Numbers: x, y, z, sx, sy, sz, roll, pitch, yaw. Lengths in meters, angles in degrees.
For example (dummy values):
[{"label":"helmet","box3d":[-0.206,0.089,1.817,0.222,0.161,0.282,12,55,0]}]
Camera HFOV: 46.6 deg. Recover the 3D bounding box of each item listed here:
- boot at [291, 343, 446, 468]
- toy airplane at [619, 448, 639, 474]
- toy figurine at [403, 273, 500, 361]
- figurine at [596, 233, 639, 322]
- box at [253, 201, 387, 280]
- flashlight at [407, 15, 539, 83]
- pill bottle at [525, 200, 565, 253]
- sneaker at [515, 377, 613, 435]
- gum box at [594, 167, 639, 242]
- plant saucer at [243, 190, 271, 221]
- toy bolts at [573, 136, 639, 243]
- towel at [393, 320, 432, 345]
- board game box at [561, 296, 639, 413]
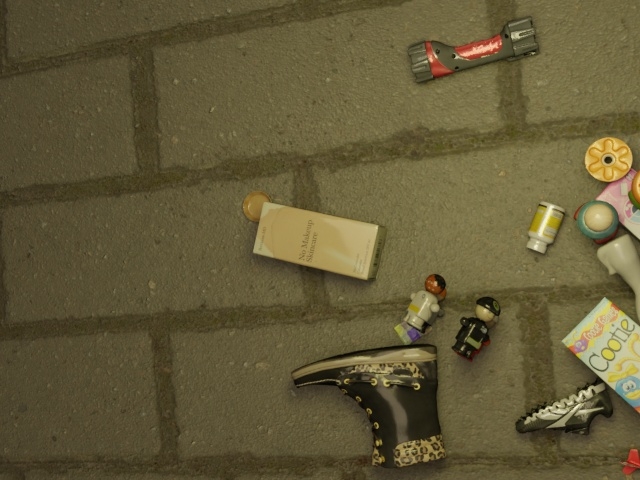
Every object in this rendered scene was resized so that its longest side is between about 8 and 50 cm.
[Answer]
[{"label":"boot","box3d":[0.124,0.416,1.847,0.377,0.138,0.284,-11,85,12]},{"label":"toy airplane","box3d":[0.760,0.530,1.699,0.151,0.028,0.151,5,105,18]},{"label":"toy figurine","box3d":[0.314,0.176,1.760,0.209,0.213,0.148,30,87,18]},{"label":"figurine","box3d":[0.750,0.063,1.629,0.215,0.092,0.209,-30,81,14]},{"label":"box","box3d":[0.000,0.000,1.906,0.311,0.121,0.148,11,91,17]},{"label":"flashlight","box3d":[0.372,-0.474,1.827,0.304,0.103,0.103,-14,81,17]},{"label":"pill bottle","box3d":[0.534,-0.030,1.775,0.065,0.065,0.116,23,94,16]},{"label":"sneaker","box3d":[0.575,0.416,1.736,0.234,0.078,0.106,-28,77,12]},{"label":"gum box","box3d":[0.735,-0.074,1.718,0.188,0.062,0.107,46,100,14]},{"label":"plant saucer","box3d":[-0.169,-0.092,2.016,0.083,0.015,0.083,-1,88,16]},{"label":"toy bolts","box3d":[0.644,-0.112,1.631,0.228,0.158,0.218,-46,76,11]},{"label":"towel","box3d":[0.234,0.223,1.883,0.083,0.009,0.060,-35,79,12]},{"label":"board game box","box3d":[0.695,0.274,1.651,0.144,0.142,0.275,-49,66,9]}]
